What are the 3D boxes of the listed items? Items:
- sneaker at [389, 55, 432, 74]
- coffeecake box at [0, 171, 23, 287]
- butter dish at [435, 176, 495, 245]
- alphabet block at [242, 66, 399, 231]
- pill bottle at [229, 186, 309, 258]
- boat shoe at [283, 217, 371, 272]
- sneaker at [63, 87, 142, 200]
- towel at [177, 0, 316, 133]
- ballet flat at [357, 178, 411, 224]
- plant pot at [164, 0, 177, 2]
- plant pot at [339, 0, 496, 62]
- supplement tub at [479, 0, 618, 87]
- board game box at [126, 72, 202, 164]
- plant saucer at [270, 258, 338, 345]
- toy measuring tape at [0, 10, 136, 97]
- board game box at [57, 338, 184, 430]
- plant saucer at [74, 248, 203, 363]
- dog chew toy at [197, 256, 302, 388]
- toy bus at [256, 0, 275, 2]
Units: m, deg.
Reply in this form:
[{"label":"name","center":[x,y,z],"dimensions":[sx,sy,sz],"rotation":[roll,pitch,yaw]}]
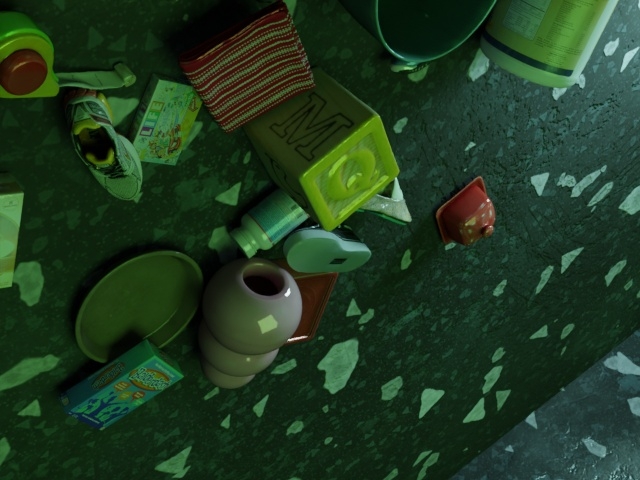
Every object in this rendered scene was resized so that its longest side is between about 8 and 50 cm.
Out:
[{"label":"sneaker","center":[0.208,-0.414,1.805],"dimensions":[0.211,0.080,0.081],"rotation":[-46,139,-16]},{"label":"coffeecake box","center":[-0.557,-0.008,1.427],"dimensions":[0.142,0.068,0.186],"rotation":[-9,130,-39]},{"label":"butter dish","center":[0.388,-0.051,2.286],"dimensions":[0.160,0.118,0.160],"rotation":[-38,144,-9]},{"label":"alphabet block","center":[0.004,-0.174,1.717],"dimensions":[0.193,0.197,0.192],"rotation":[-40,143,-7]},{"label":"pill bottle","center":[-0.103,-0.038,1.834],"dimensions":[0.160,0.087,0.087],"rotation":[-39,143,-9]},{"label":"boat shoe","center":[0.003,-0.003,1.945],"dimensions":[0.113,0.105,0.306],"rotation":[-43,156,25]},{"label":"sneaker","center":[-0.355,-0.138,1.469],"dimensions":[0.088,0.093,0.225],"rotation":[-18,140,4]},{"label":"towel","center":[-0.116,-0.286,1.542],"dimensions":[0.198,0.031,0.275],"rotation":[-29,159,1]},{"label":"ballet flat","center":[0.112,-0.106,1.977],"dimensions":[0.316,0.107,0.106],"rotation":[11,102,-50]},{"label":"plant pot","center":[-0.252,-0.506,1.083],"dimensions":[0.334,0.333,0.306],"rotation":[24,94,-53]},{"label":"plant pot","center":[0.136,-0.485,1.519],"dimensions":[0.293,0.235,0.293],"rotation":[-27,140,-24]},{"label":"supplement tub","center":[0.489,-0.499,1.864],"dimensions":[0.228,0.228,0.316],"rotation":[-6,128,-42]},{"label":"board game box","center":[-0.269,-0.206,1.559],"dimensions":[0.103,0.026,0.154],"rotation":[3,122,-46]},{"label":"plant saucer","center":[-0.077,0.154,2.080],"dimensions":[0.258,0.048,0.259],"rotation":[-7,130,-41]},{"label":"toy measuring tape","center":[-0.393,-0.271,1.310],"dimensions":[0.330,0.121,0.121],"rotation":[-13,133,-48]},{"label":"board game box","center":[-0.402,0.297,1.844],"dimensions":[0.210,0.047,0.160],"rotation":[-34,152,-1]},{"label":"plant saucer","center":[-0.358,0.125,1.777],"dimensions":[0.277,0.041,0.278],"rotation":[-27,141,-25]},{"label":"dog chew toy","center":[-0.166,0.191,1.906],"dimensions":[0.206,0.207,0.332],"rotation":[-14,143,-36]},{"label":"toy bus","center":[-0.136,-0.479,1.354],"dimensions":[0.220,0.149,0.212],"rotation":[3,106,-49]}]
